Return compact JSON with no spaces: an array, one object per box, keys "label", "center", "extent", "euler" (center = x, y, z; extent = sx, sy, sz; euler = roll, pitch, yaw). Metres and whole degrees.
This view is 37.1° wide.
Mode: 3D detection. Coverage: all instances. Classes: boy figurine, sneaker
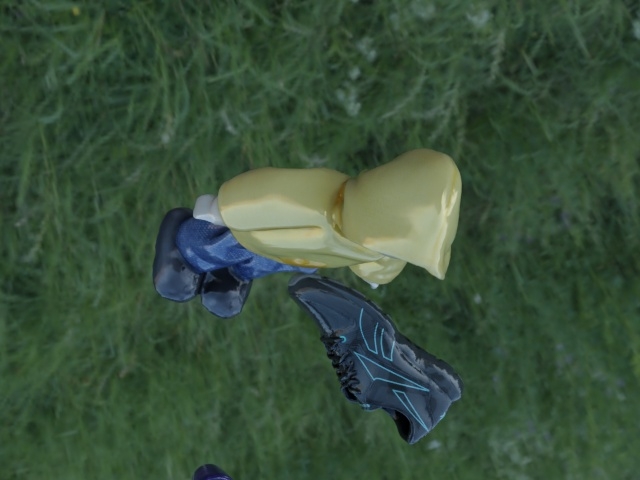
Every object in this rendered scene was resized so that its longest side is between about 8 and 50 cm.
[{"label":"boy figurine","center":[0.000,0.000,0.714],"extent":[0.177,0.092,0.285],"euler":[26,156,-38]},{"label":"sneaker","center":[0.057,0.142,1.166],"extent":[0.106,0.267,0.101],"euler":[-53,-168,-13]}]

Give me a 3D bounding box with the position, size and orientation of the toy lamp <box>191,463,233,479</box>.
[{"label":"toy lamp","center":[-0.137,0.410,1.374],"extent":[0.080,0.275,0.080],"euler":[-6,108,-18]}]
